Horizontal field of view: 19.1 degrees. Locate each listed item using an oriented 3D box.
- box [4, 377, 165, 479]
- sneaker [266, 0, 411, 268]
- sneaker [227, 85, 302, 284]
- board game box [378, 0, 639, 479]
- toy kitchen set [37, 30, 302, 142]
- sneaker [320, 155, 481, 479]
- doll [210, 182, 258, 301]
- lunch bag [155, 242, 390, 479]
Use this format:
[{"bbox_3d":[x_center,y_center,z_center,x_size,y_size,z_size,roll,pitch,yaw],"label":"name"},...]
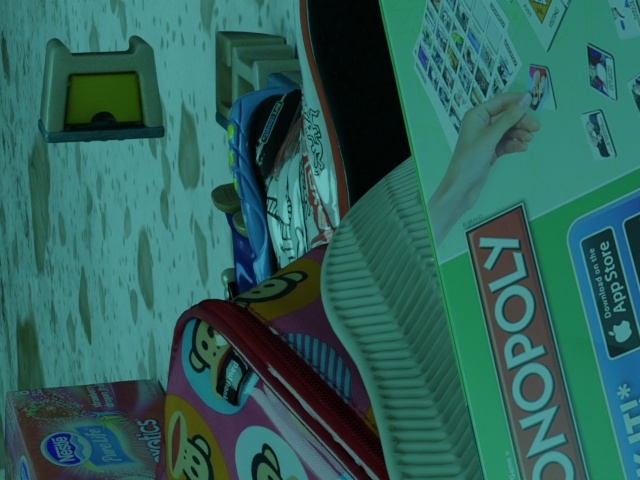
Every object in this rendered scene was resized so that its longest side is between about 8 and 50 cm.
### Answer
[{"bbox_3d":[-0.191,0.247,1.702,0.300,0.154,0.142,-130,38,-66],"label":"box"},{"bbox_3d":[0.016,-0.083,0.998,0.145,0.090,0.270,-160,64,-70],"label":"sneaker"},{"bbox_3d":[0.000,0.000,1.111,0.067,0.078,0.188,-73,-30,-70],"label":"sneaker"},{"bbox_3d":[0.118,-0.054,0.514,0.213,0.046,0.317,-27,62,35],"label":"board game box"},{"bbox_3d":[-0.086,-0.057,1.224,0.207,0.166,0.122,-137,45,-68],"label":"toy kitchen set"},{"bbox_3d":[0.093,0.060,0.731,0.148,0.131,0.350,50,-163,-21],"label":"sneaker"},{"bbox_3d":[-0.045,0.052,1.328,0.129,0.046,0.189,-132,34,-51],"label":"doll"},{"bbox_3d":[0.033,0.175,0.899,0.258,0.120,0.293,43,143,34],"label":"lunch bag"}]
